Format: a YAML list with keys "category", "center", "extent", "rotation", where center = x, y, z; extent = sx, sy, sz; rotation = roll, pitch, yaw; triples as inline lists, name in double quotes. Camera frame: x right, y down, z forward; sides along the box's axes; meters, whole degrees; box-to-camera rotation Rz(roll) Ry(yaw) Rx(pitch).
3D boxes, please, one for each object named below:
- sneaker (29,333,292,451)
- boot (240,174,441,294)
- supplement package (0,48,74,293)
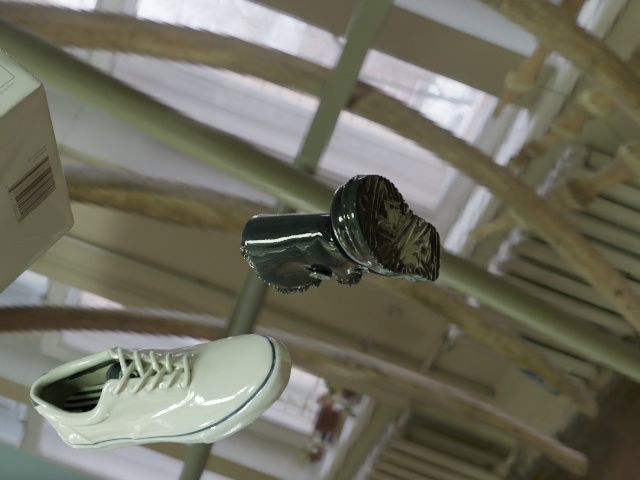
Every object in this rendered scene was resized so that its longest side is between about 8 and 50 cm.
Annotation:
- category: "sneaker"
  center: [-0.151, 0.135, 1.028]
  extent: [0.091, 0.258, 0.094]
  rotation: [44, -146, -47]
- category: "boot"
  center: [0.000, 0.000, 1.243]
  extent: [0.246, 0.207, 0.094]
  rotation: [29, -119, -63]
- category: "supplement package"
  center: [-0.334, -0.069, 0.755]
  extent: [0.198, 0.262, 0.199]
  rotation: [-46, -13, -23]
